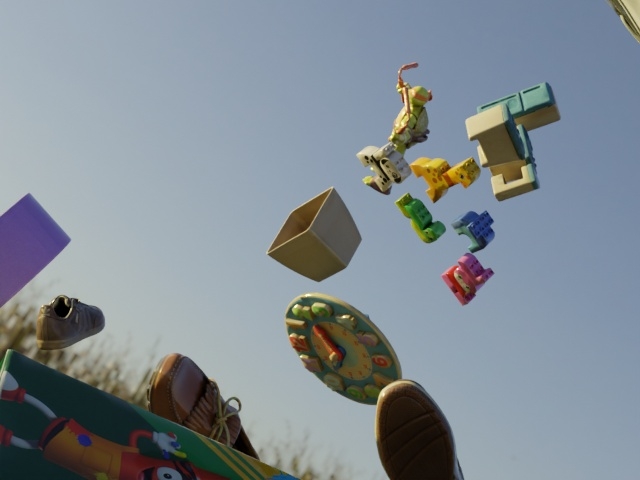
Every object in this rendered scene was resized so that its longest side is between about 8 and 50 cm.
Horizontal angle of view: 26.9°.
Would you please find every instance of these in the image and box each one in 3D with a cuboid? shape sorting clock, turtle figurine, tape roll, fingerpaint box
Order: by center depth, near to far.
[{"bbox_3d":[-0.220,0.365,1.219,0.371,0.445,0.163,27,32,-17],"label":"fingerpaint box"},{"bbox_3d":[-0.463,0.057,1.777,0.090,0.275,0.275,50,-17,-10],"label":"tape roll"},{"bbox_3d":[0.030,0.162,1.962,0.206,0.040,0.206,31,-36,25],"label":"shape sorting clock"},{"bbox_3d":[0.155,-0.203,2.443,0.087,0.217,0.269,19,29,-6],"label":"turtle figurine"}]

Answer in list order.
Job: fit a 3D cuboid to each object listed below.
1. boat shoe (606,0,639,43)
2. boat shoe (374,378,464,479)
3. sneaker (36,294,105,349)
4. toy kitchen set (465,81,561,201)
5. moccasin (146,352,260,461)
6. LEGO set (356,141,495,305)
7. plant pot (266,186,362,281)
[{"bbox_3d":[0.369,-0.240,1.349,0.335,0.121,0.119,54,12,4],"label":"boat shoe"},{"bbox_3d":[0.129,0.280,1.669,0.095,0.095,0.257,-100,171,-73],"label":"boat shoe"},{"bbox_3d":[-0.383,0.115,2.073,0.066,0.071,0.188,1,11,11],"label":"sneaker"},{"bbox_3d":[0.289,-0.185,1.992,0.122,0.207,0.166,-19,-48,14],"label":"toy kitchen set"},{"bbox_3d":[-0.196,0.340,2.389,0.147,0.139,0.380,5,-46,29],"label":"moccasin"},{"bbox_3d":[0.157,-0.045,1.610,0.227,0.087,0.093,54,-32,-6],"label":"LEGO set"},{"bbox_3d":[0.000,0.000,2.098,0.096,0.109,0.109,44,-44,-16],"label":"plant pot"}]
